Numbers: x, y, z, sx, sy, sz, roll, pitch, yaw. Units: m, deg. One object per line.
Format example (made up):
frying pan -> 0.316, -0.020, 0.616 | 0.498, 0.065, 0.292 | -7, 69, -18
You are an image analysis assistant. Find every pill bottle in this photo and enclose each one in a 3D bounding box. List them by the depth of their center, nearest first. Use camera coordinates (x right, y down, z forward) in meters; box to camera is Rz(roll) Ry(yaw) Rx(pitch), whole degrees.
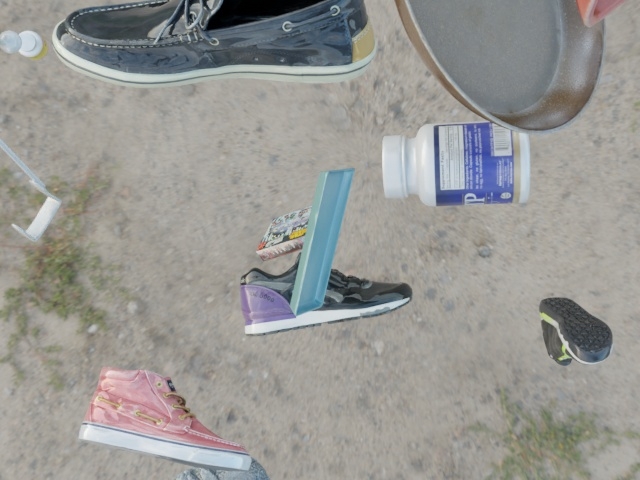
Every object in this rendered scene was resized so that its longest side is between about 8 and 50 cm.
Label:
pill bottle -> 0.178, -0.101, 1.086 | 0.186, 0.112, 0.112 | -2, 95, 10
pill bottle -> -0.486, -0.328, 1.380 | 0.043, 0.083, 0.043 | -1, 96, -7

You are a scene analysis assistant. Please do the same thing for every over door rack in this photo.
over door rack -> -0.400, -0.175, 0.839 | 0.239, 0.324, 0.108 | 26, 60, 27

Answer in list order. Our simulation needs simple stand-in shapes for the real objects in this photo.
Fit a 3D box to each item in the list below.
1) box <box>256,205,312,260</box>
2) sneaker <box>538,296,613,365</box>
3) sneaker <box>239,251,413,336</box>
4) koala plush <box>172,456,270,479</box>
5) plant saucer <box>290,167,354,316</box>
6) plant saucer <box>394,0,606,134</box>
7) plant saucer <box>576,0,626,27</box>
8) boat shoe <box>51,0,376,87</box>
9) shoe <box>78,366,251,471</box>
box -> -0.039, -0.018, 1.426 | 0.137, 0.094, 0.027 | -18, 122, 33
sneaker -> 0.435, 0.175, 1.402 | 0.084, 0.235, 0.097 | -2, 106, 1
sneaker -> 0.009, 0.074, 1.335 | 0.283, 0.107, 0.124 | -8, 86, -8
koala plush -> -0.150, 0.463, 1.317 | 0.196, 0.221, 0.203 | 30, 65, 25
plant saucer -> 0.000, 0.000, 1.033 | 0.018, 0.067, 0.192 | 21, 108, 28
plant saucer -> 0.172, -0.251, 0.812 | 0.310, 0.050, 0.311 | 9, 76, -37
plant saucer -> 0.204, -0.253, 0.337 | 0.258, 0.259, 0.047 | -37, 64, -23
boat shoe -> -0.164, -0.336, 1.250 | 0.500, 0.187, 0.156 | 1, 135, 5
shoe -> -0.151, 0.181, 0.836 | 0.178, 0.063, 0.081 | 11, 69, 5
